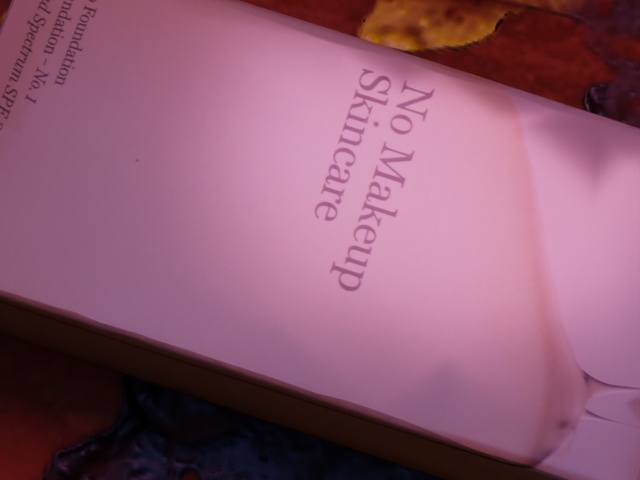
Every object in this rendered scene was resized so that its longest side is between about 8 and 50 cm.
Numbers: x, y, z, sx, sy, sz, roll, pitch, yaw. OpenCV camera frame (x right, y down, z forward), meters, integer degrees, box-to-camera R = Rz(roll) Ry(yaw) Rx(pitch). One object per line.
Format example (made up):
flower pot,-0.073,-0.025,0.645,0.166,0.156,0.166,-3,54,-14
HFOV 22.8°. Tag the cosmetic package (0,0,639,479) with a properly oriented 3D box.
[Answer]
cosmetic package,0.000,0.000,0.697,0.309,0.113,0.160,17,76,3
